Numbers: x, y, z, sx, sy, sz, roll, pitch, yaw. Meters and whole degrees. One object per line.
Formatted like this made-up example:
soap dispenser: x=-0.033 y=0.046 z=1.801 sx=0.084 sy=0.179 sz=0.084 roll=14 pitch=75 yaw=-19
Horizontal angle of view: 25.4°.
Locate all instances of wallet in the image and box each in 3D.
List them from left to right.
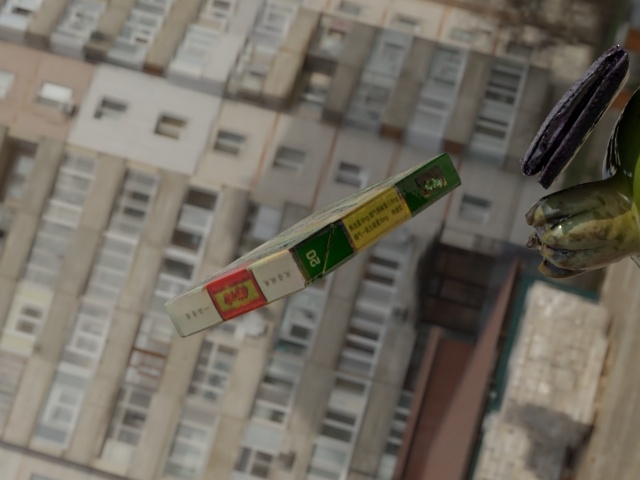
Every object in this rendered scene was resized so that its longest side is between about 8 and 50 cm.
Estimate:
wallet: x=0.186 y=-0.090 z=1.032 sx=0.111 sy=0.030 sz=0.166 roll=-57 pitch=-8 yaw=8

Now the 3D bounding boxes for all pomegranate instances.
pomegranate: x=0.268 y=-0.034 z=1.038 sx=0.202 sy=0.247 sz=0.202 roll=163 pitch=90 yaw=-86

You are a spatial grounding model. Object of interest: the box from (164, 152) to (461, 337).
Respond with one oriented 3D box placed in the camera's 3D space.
box: x=0.000 y=0.000 z=1.078 sx=0.235 sy=0.132 sz=0.034 roll=-33 pitch=-82 yaw=-51
